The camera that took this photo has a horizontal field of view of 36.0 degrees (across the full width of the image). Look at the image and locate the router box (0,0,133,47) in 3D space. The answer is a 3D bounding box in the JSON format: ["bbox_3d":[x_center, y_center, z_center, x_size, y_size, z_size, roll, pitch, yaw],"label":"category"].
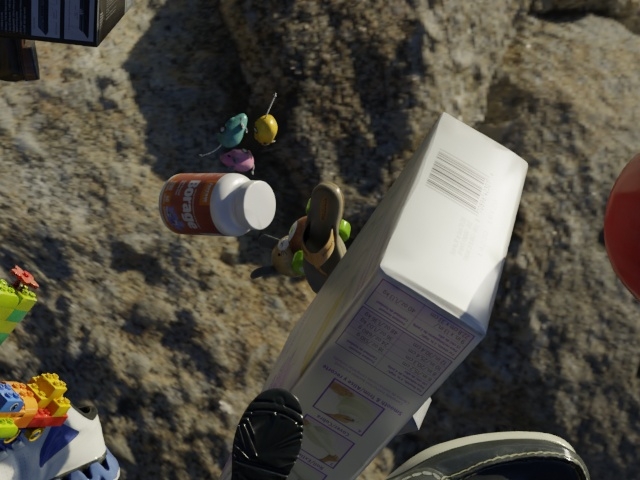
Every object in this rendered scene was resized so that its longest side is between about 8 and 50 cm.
[{"bbox_3d":[-0.362,-0.310,1.179,0.242,0.309,0.081,5,112,-6],"label":"router box"}]

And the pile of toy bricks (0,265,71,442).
[{"bbox_3d":[-0.218,0.061,0.611,0.118,0.212,0.105,41,93,16],"label":"pile of toy bricks"}]

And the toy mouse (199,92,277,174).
[{"bbox_3d":[-0.134,-0.157,1.651,0.143,0.031,0.161,-22,143,-27],"label":"toy mouse"}]

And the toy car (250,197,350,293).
[{"bbox_3d":[-0.055,0.019,1.934,0.149,0.188,0.155,49,44,-43],"label":"toy car"}]

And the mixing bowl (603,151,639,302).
[{"bbox_3d":[0.284,-0.013,0.750,0.181,0.098,0.182,-7,103,-31],"label":"mixing bowl"}]

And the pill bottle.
[{"bbox_3d":[-0.196,-0.069,1.881,0.121,0.216,0.121,-3,94,-52],"label":"pill bottle"}]

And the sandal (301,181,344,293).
[{"bbox_3d":[0.000,0.000,1.524,0.049,0.072,0.180,-22,118,-60],"label":"sandal"}]

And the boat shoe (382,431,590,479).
[{"bbox_3d":[0.047,0.168,0.527,0.233,0.079,0.084,-14,102,-14],"label":"boat shoe"}]

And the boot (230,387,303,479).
[{"bbox_3d":[-0.043,0.163,0.691,0.045,0.099,0.121,11,81,-4],"label":"boot"}]

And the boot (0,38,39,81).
[{"bbox_3d":[-0.530,-0.363,1.600,0.106,0.082,0.219,-10,108,-9],"label":"boot"}]

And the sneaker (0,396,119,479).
[{"bbox_3d":[-0.474,0.324,1.544,0.315,0.127,0.182,-11,96,-41],"label":"sneaker"}]

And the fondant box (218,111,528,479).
[{"bbox_3d":[0.041,0.081,0.866,0.096,0.330,0.238,30,39,-2],"label":"fondant box"}]

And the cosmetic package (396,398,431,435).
[{"bbox_3d":[0.091,0.339,1.985,0.107,0.238,0.127,67,27,-13],"label":"cosmetic package"}]
